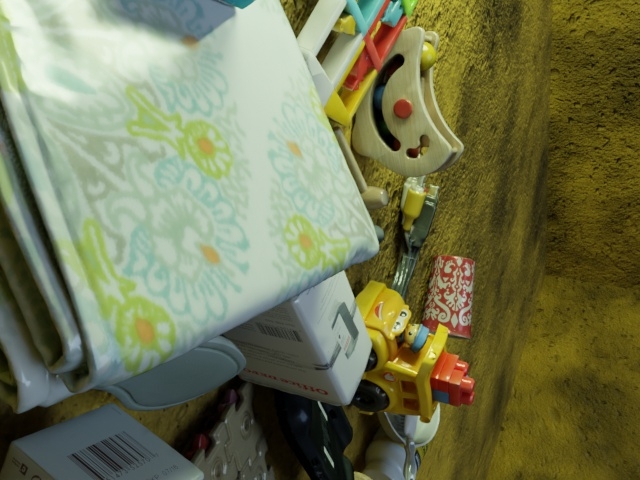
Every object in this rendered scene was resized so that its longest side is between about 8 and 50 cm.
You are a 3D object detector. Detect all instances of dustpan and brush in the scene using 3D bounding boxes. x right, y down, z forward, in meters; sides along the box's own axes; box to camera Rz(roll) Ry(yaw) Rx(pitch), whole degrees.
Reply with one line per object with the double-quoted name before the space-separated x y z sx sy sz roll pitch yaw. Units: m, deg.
"dustpan and brush" 0.158 0.345 1.280 0.147 0.060 0.211 26 57 -22

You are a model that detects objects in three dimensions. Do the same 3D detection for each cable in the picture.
"cable" 0.158 0.003 1.326 0.139 0.072 0.287 -40 149 -78

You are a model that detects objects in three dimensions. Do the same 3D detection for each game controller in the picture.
"game controller" -0.010 0.247 0.963 0.319 0.067 0.166 69 17 -47

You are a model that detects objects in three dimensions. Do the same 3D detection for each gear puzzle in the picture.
"gear puzzle" -0.136 0.307 0.740 0.339 0.044 0.175 -53 137 -60

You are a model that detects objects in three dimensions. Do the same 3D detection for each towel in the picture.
"towel" -0.112 -0.092 0.500 0.374 0.090 0.320 -22 91 -58

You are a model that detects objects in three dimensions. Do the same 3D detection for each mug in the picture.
"mug" 0.271 0.124 1.553 0.113 0.150 0.169 14 80 -29

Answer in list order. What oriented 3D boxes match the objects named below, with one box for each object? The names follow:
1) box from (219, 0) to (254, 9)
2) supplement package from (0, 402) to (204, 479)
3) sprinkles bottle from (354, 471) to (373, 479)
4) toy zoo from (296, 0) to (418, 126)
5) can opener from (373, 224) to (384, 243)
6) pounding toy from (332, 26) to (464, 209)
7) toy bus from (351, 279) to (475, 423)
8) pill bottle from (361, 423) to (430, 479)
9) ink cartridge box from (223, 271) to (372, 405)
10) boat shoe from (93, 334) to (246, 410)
"box" -0.096 -0.298 0.503 0.100 0.060 0.244 -3 75 -57
"supplement package" -0.184 0.235 0.530 0.105 0.105 0.179 -11 127 -64
"sprinkles bottle" -0.015 0.453 1.004 0.355 0.121 0.121 -14 111 -63
"toy zoo" 0.048 -0.272 0.904 0.293 0.030 0.192 -61 159 -4
"can opener" 0.000 0.000 0.958 0.093 0.074 0.280 -52 163 22
"pounding toy" 0.117 -0.170 1.023 0.155 0.154 0.269 -20 116 -62
"toy bus" 0.151 0.194 1.164 0.149 0.211 0.220 -54 143 -42
"pill bottle" 0.146 0.400 1.351 0.184 0.103 0.103 -48 140 -50
"ink cartridge box" -0.048 0.077 0.755 0.092 0.158 0.218 -63 151 -32
"boat shoe" -0.159 0.075 0.587 0.114 0.091 0.302 -34 156 4
